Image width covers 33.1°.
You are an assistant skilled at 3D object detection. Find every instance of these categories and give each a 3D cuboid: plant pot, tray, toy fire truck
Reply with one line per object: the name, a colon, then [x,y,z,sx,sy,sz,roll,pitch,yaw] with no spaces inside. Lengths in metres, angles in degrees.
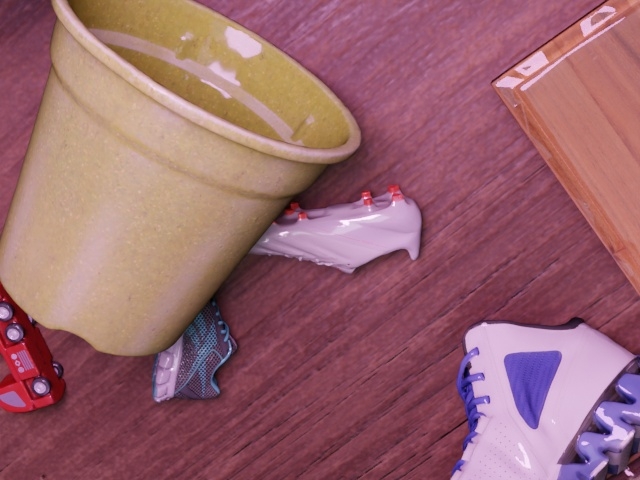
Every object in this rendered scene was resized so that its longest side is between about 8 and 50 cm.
plant pot: [-0.147,-0.050,0.921,0.276,0.276,0.254,30,111,-4]
tray: [0.351,-0.031,0.949,0.203,0.076,0.411,-35,93,14]
toy fire truck: [-0.358,0.098,1.098,0.135,0.047,0.192,-19,105,11]

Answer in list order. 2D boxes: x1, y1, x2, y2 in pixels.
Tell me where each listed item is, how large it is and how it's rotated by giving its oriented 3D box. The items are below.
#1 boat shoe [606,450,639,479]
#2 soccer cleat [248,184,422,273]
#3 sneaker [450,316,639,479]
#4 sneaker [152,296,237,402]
boat shoe: [0.221,0.273,1.075,0.342,0.123,0.123,-26,73,15]
soccer cleat: [0.000,0.000,1.025,0.196,0.068,0.076,-8,110,5]
sneaker: [0.172,0.183,1.000,0.315,0.127,0.182,-40,60,-16]
sneaker: [-0.117,0.088,1.074,0.076,0.065,0.166,11,112,-15]
